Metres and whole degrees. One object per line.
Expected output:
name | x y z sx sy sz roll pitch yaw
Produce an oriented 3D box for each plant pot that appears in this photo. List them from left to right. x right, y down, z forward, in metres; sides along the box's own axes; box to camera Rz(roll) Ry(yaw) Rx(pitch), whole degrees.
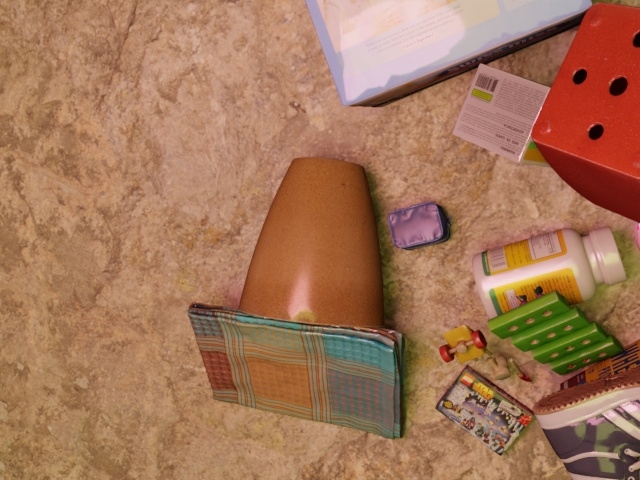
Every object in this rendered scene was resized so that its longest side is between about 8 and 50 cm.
plant pot | 0.000 0.000 1.158 0.237 0.237 0.254 6 88 16
plant pot | 0.426 -0.153 0.871 0.267 0.236 0.267 37 108 51

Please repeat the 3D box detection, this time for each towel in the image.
towel | -0.037 0.230 1.234 0.370 0.040 0.271 6 132 16

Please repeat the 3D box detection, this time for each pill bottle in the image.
pill bottle | 0.351 0.048 1.097 0.209 0.117 0.117 -18 95 20

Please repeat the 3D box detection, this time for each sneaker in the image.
sneaker | 0.452 0.256 0.970 0.282 0.099 0.153 -24 87 27

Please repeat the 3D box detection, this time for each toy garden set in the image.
toy garden set | 0.319 0.154 1.101 0.204 0.244 0.049 -30 49 28

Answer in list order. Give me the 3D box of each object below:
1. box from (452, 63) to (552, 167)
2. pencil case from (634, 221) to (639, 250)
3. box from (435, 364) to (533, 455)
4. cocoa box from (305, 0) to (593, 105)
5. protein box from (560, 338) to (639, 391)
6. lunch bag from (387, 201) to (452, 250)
box | 0.299 -0.170 1.009 0.114 0.203 0.103 32 111 35
pencil case | 0.583 -0.031 0.967 0.284 0.124 0.124 -2 101 39
box | 0.279 0.290 1.216 0.137 0.027 0.094 35 108 8
cocoa box | 0.174 -0.354 1.009 0.347 0.228 0.231 -19 95 20
protein box | 0.510 0.276 1.084 0.200 0.136 0.201 -37 89 21
lunch bag | 0.167 -0.024 1.168 0.099 0.065 0.067 -13 82 20
